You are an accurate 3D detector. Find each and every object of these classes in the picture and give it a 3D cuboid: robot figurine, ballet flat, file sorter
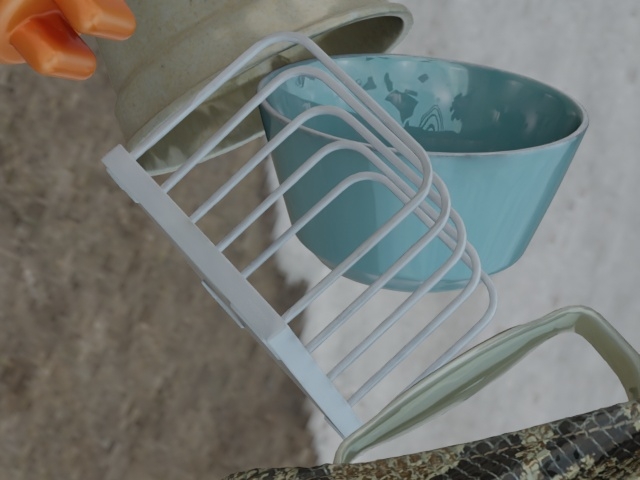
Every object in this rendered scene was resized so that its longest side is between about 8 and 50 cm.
[{"bbox_3d":[-0.223,-0.215,1.395,0.128,0.219,0.158,-30,163,-34],"label":"robot figurine"},{"bbox_3d":[0.171,0.099,0.939,0.482,0.182,0.164,-14,142,-8],"label":"ballet flat"},{"bbox_3d":[0.000,0.000,1.454,0.173,0.193,0.278,-43,154,-4],"label":"file sorter"}]

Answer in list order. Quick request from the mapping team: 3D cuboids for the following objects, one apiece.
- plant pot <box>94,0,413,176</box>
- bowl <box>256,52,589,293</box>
[{"bbox_3d":[-0.121,-0.279,2.020,0.334,0.334,0.305,-20,80,-46],"label":"plant pot"},{"bbox_3d":[0.087,-0.057,1.852,0.311,0.311,0.163,-18,122,-47],"label":"bowl"}]
